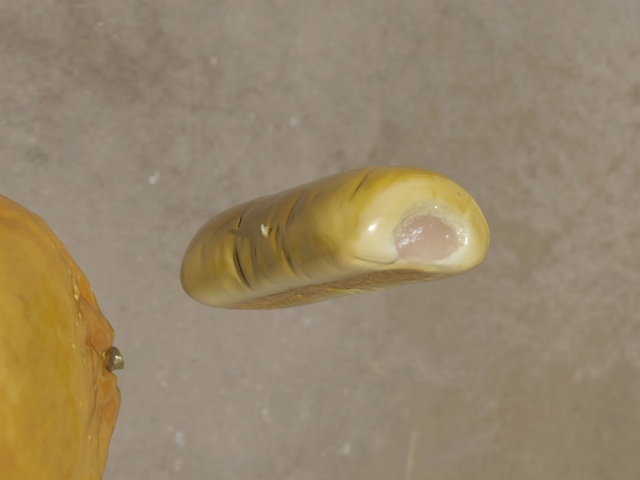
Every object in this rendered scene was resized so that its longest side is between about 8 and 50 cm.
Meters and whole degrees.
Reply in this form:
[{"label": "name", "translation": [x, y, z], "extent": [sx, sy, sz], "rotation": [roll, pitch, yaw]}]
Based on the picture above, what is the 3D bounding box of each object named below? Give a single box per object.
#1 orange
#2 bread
[{"label": "orange", "translation": [-0.156, 0.060, 0.546], "extent": [0.177, 0.155, 0.178], "rotation": [-12, 90, -79]}, {"label": "bread", "translation": [0.000, 0.000, 1.162], "extent": [0.142, 0.305, 0.091], "rotation": [9, 78, -31]}]
